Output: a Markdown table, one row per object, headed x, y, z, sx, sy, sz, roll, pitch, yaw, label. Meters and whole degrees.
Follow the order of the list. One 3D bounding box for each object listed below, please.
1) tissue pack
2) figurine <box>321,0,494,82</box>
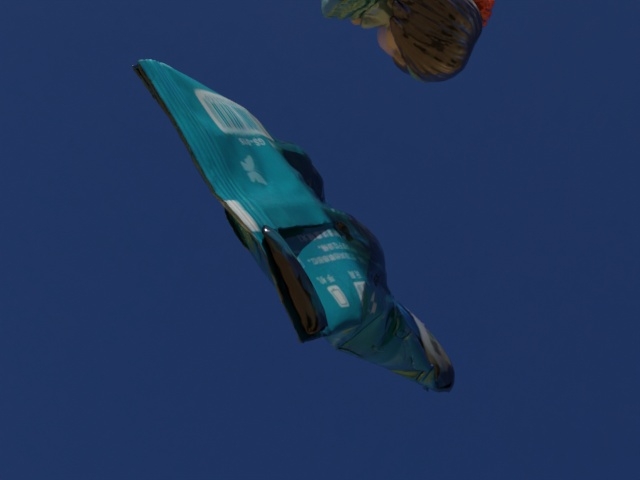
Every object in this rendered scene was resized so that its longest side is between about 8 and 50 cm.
| x | y | z | sx | sy | sz | roll | pitch | yaw | label |
| --- | --- | --- | --- | --- | --- | --- | --- | --- | --- |
| 0.000 | 0.000 | 0.432 | 0.028 | 0.138 | 0.085 | -36 | -108 | 4 | tissue pack |
| 0.038 | -0.122 | 0.791 | 0.106 | 0.060 | 0.047 | 31 | -18 | -26 | figurine |
